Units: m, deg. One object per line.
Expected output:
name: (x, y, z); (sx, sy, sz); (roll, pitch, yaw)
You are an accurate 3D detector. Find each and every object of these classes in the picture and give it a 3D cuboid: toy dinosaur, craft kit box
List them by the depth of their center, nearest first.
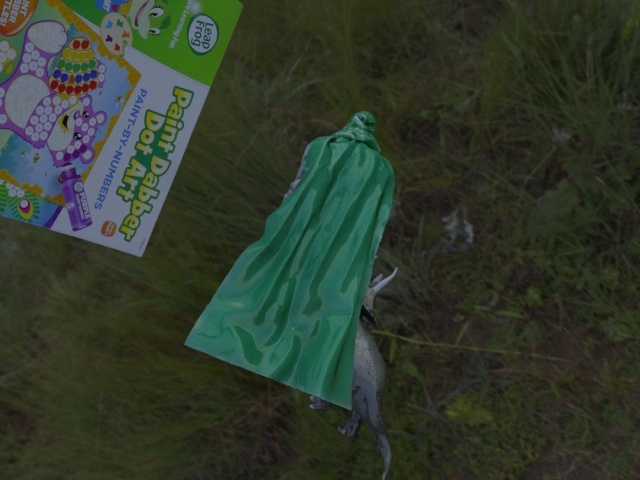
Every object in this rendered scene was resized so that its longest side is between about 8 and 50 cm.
craft kit box: (-0.202, -0.134, 0.551); (0.060, 0.246, 0.250); (21, 90, 37)
toy dinosaur: (0.041, 0.177, 0.990); (0.314, 0.120, 0.160); (-93, 18, -48)

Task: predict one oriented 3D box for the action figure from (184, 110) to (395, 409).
action figure: (0.000, 0.000, 0.564); (0.232, 0.137, 0.063); (-68, 14, -12)
